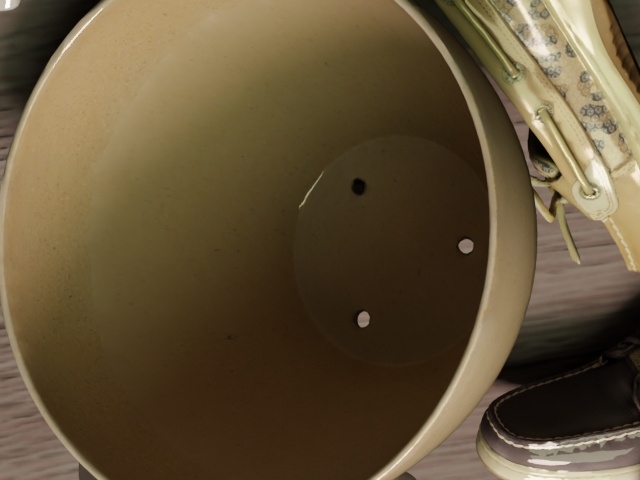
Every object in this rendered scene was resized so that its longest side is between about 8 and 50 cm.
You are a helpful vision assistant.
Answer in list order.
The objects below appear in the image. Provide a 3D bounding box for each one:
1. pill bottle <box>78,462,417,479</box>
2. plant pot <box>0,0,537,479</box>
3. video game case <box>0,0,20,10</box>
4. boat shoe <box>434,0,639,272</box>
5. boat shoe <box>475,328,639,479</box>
[{"bbox_3d":[-0.038,0.151,1.009,0.208,0.117,0.117,28,118,-27],"label":"pill bottle"},{"bbox_3d":[0.000,0.000,0.836,0.284,0.284,0.191,-43,158,21],"label":"plant pot"},{"bbox_3d":[-0.306,-0.241,0.714,0.300,0.036,0.329,-6,127,-6],"label":"video game case"},{"bbox_3d":[0.130,-0.087,0.876,0.089,0.104,0.285,-23,117,14],"label":"boat shoe"},{"bbox_3d":[0.237,0.086,1.024,0.285,0.103,0.092,-10,123,-7],"label":"boat shoe"}]
